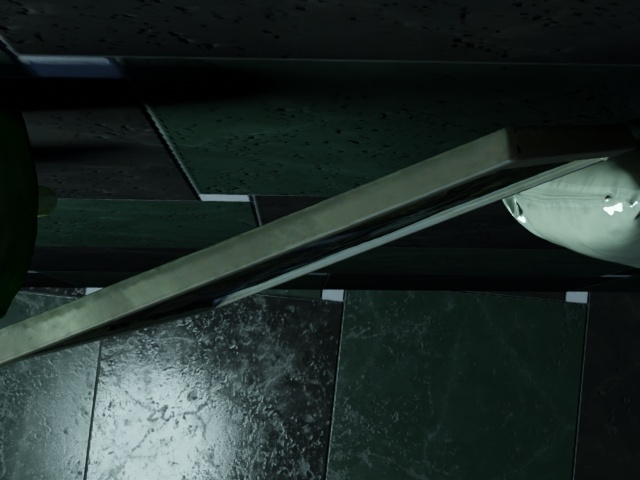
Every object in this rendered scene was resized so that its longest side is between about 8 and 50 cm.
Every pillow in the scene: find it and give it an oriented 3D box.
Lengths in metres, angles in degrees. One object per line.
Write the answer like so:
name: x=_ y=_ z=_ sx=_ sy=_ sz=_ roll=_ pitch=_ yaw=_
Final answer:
pillow: x=0.259 y=-0.018 z=0.837 sx=0.254 sy=0.078 sz=0.144 roll=4 pitch=174 yaw=-29

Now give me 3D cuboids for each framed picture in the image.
framed picture: x=0.000 y=0.000 z=0.699 sx=0.324 sy=0.020 sz=0.240 roll=-21 pitch=175 yaw=25

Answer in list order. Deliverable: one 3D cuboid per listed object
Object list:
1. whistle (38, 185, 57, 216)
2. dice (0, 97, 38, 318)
whistle: x=-0.287 y=-0.019 z=0.873 sx=0.228 sy=0.085 sz=0.105 roll=-2 pitch=-177 yaw=20
dice: x=-0.230 y=-0.016 z=0.667 sx=0.120 sy=0.128 sz=0.131 roll=1 pitch=176 yaw=11
